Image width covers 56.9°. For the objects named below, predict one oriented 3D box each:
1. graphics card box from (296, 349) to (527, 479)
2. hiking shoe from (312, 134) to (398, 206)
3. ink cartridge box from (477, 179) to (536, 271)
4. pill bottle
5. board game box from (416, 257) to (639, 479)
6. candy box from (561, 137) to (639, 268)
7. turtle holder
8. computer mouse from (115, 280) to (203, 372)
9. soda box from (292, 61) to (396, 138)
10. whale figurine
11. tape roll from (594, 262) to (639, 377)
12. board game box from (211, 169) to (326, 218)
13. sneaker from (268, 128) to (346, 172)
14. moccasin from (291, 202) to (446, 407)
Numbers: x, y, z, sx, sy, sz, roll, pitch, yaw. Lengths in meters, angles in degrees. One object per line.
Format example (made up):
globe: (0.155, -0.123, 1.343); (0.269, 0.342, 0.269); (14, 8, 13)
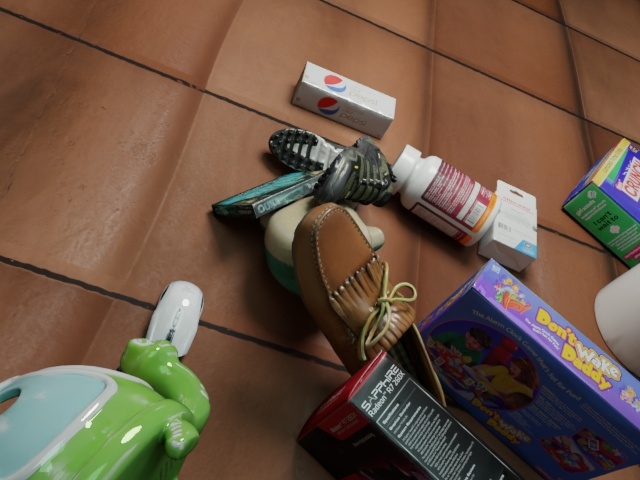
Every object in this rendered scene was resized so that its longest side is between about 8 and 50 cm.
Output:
graphics card box: (0.154, 0.331, 0.769); (0.371, 0.233, 0.094); (41, 55, 6)
hiking shoe: (0.072, -0.102, 0.999); (0.114, 0.086, 0.227); (42, 38, 0)
ink cartridge box: (0.401, -0.033, 1.262); (0.104, 0.060, 0.180); (24, 50, -7)
pill bottle: (0.239, -0.093, 1.189); (0.221, 0.121, 0.121); (33, 49, -1)
board game box: (0.324, 0.220, 0.931); (0.347, 0.233, 0.078); (41, 50, 6)
candy box: (0.779, -0.065, 1.425); (0.317, 0.122, 0.268); (43, 50, 10)
turtle holder: (-0.257, 0.231, 0.642); (0.227, 0.243, 0.320); (26, 65, 13)
computer mouse: (-0.219, 0.131, 0.861); (0.106, 0.042, 0.193); (18, 51, -12)
soda box: (0.052, -0.304, 1.286); (0.216, 0.069, 0.074); (19, 51, -11)
whale figurine: (0.000, 0.000, 1.021); (0.216, 0.141, 0.272); (9, 28, 2)
tape roll: (0.720, 0.154, 1.209); (0.246, 0.169, 0.246); (13, 52, -17)
board game box: (-0.081, -0.083, 1.036); (0.186, 0.126, 0.026); (-29, 110, -38)
sneaker: (0.012, -0.155, 1.157); (0.234, 0.106, 0.078); (15, 86, 2)
moccasin: (0.078, 0.121, 0.833); (0.139, 0.147, 0.380); (-31, 107, -36)
